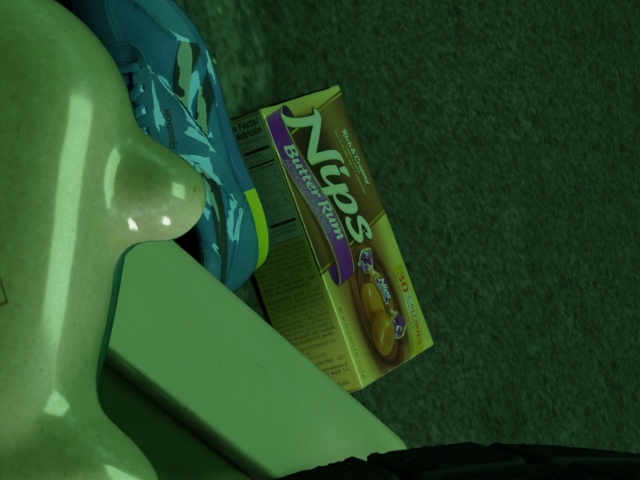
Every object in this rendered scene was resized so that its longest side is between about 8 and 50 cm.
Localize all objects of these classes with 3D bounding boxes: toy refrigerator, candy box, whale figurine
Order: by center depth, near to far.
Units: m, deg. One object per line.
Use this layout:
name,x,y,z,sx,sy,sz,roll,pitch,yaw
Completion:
whale figurine,-0.150,0.017,0.900,0.141,0.216,0.272,63,6,-75
toy refrigerator,-0.070,0.097,1.059,0.269,0.102,0.094,43,41,-39
candy box,0.000,0.000,1.270,0.109,0.053,0.187,-23,95,-59

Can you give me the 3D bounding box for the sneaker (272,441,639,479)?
sneaker,0.017,0.250,0.958,0.447,0.169,0.258,-9,95,-23

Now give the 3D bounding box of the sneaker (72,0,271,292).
sneaker,-0.097,-0.060,1.133,0.082,0.069,0.209,-31,101,-55
